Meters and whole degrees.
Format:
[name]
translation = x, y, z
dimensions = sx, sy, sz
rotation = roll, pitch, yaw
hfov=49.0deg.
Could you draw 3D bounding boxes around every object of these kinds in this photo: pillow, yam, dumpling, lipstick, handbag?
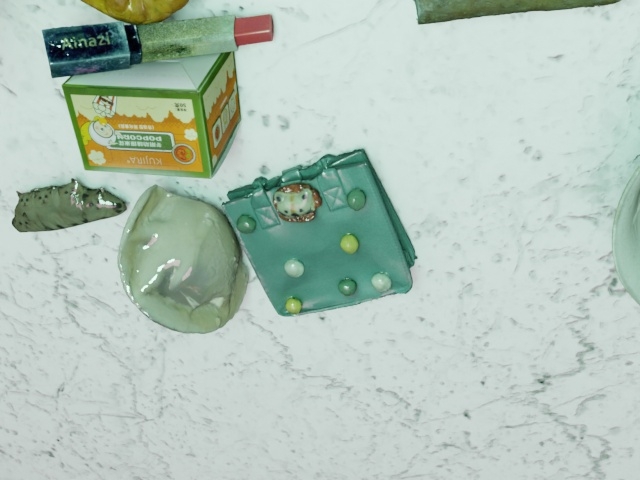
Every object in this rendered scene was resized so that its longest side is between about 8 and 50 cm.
[pillow]
translation = -0.461, -0.063, 1.244
dimensions = 0.241, 0.051, 0.093
rotation = -9, 125, 20
[yam]
translation = 0.238, -0.329, 0.875
dimensions = 0.259, 0.106, 0.106
rotation = -4, 127, 13
[dumpling]
translation = -0.220, 0.045, 1.172
dimensions = 0.243, 0.227, 0.175
rotation = 25, 143, -13
[lipstick]
translation = -0.205, -0.269, 0.944
dimensions = 0.312, 0.051, 0.051
rotation = -12, 171, -18
[handbag]
translation = 0.000, 0.005, 1.178
dimensions = 0.268, 0.100, 0.274
rotation = -13, 125, 21

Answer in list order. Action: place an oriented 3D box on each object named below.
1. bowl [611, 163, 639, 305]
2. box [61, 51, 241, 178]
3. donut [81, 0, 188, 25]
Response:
[bowl]
translation = 0.602, -0.079, 0.939
dimensions = 0.434, 0.196, 0.435
rotation = 5, 129, 7
[box]
translation = -0.233, -0.193, 1.019
dimensions = 0.194, 0.178, 0.148
rotation = 4, 129, 7
[donut]
translation = -0.246, -0.393, 0.907
dimensions = 0.226, 0.114, 0.227
rotation = 5, 129, 6
